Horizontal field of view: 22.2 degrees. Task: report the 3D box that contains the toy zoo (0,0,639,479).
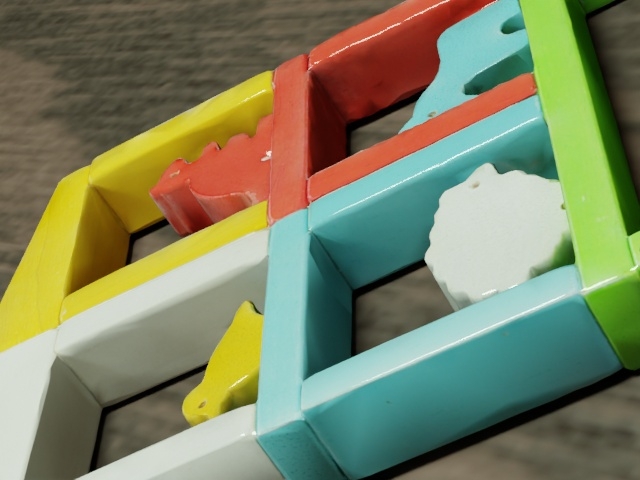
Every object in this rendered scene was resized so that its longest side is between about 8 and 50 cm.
[{"bbox_3d":[0.000,0.000,0.481,0.293,0.030,0.192,-25,31,17],"label":"toy zoo"}]
